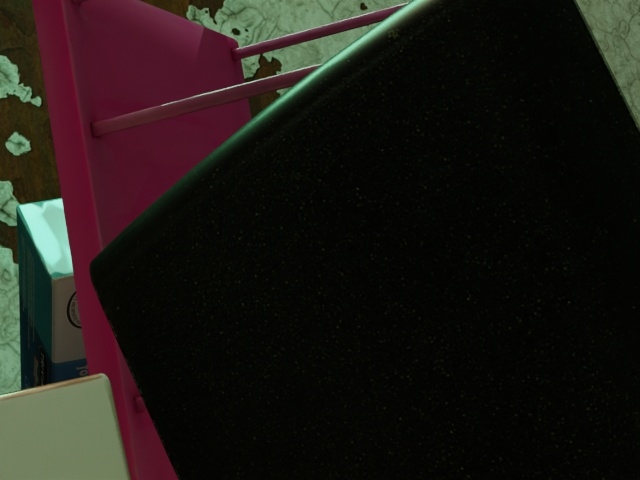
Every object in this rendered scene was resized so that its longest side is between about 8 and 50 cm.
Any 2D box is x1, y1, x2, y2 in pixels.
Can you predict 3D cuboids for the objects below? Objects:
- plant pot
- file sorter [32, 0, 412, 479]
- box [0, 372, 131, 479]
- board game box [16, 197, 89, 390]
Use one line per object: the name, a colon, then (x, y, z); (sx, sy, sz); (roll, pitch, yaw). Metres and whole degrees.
plant pot: (0.028, 0.035, 0.413); (0.167, 0.187, 0.188); (-25, -5, -2)
file sorter: (0.000, 0.000, 0.618); (0.182, 0.291, 0.202); (-11, -5, 20)
box: (-0.124, 0.100, 0.356); (0.130, 0.091, 0.170); (-11, -6, -17)
board game box: (-0.048, 0.061, 0.866); (0.336, 0.079, 0.254); (-13, -44, -26)
